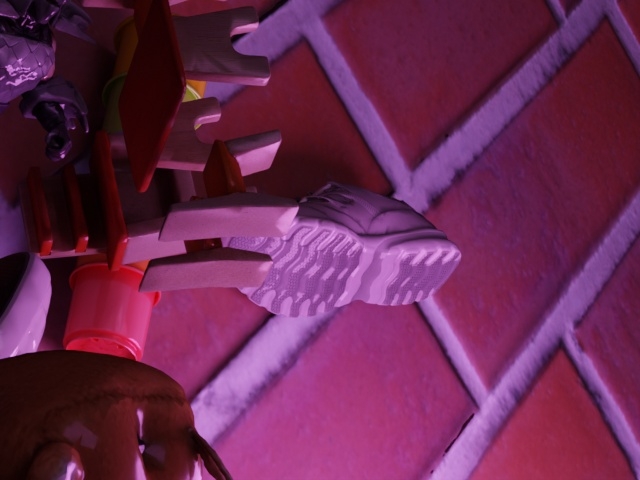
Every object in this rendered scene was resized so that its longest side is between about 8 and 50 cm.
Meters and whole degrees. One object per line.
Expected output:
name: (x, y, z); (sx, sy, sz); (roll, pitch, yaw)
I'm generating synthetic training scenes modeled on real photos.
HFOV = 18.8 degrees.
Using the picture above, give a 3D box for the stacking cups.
stacking cups: (-0.154, -0.036, 1.597); (0.096, 0.096, 0.316); (35, 51, -37)

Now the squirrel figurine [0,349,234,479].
squirrel figurine: (-0.195, 0.261, 1.149); (0.397, 0.281, 0.370); (-20, 122, -29)

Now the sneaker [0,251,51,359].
sneaker: (-0.251, 0.143, 1.361); (0.123, 0.106, 0.290); (50, 48, -33)

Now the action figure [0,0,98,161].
action figure: (-0.248, -0.080, 1.326); (0.185, 0.285, 0.099); (18, 26, -52)

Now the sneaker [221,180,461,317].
sneaker: (0.000, 0.000, 1.784); (0.281, 0.105, 0.115); (7, 36, -48)

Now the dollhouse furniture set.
dollhouse furniture set: (-0.133, -0.078, 1.415); (0.135, 0.259, 0.262); (-4, 62, -20)
